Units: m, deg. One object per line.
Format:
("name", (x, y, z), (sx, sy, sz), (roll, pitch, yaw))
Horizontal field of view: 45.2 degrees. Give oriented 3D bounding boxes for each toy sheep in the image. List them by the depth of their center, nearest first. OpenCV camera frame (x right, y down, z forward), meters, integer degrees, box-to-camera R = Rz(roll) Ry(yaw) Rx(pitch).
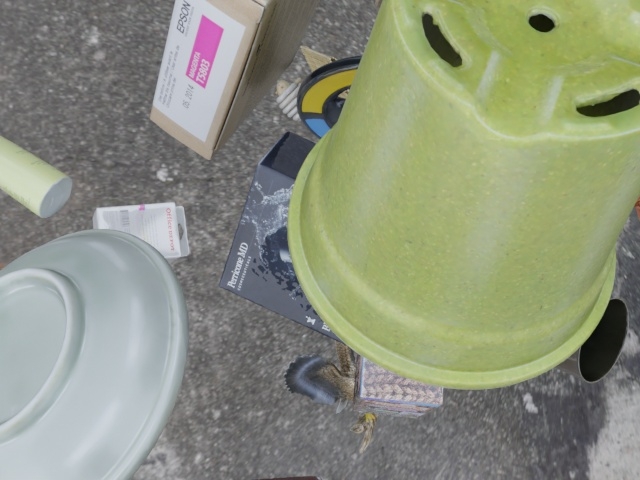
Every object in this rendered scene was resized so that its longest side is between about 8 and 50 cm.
("toy sheep", (-0.057, -0.337, 1.873), (0.132, 0.091, 0.091), (44, 107, -6))

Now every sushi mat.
("sushi mat", (0.023, -0.344, 1.670), (0.019, 0.316, 0.151), (-27, 112, -3))

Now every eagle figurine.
("eagle figurine", (0.060, 0.318, 1.867), (0.225, 0.226, 0.298), (-40, 104, 14))

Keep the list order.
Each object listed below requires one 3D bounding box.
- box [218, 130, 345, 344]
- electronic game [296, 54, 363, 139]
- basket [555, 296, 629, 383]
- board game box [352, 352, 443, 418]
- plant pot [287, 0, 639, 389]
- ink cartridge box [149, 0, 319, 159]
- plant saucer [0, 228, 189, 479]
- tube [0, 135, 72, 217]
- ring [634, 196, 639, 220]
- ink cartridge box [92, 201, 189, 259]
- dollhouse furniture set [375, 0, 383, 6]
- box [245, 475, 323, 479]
("box", (0.000, 0.000, 0.779), (0.158, 0.093, 0.156), (24, 123, 4))
("electronic game", (0.083, -0.160, 0.963), (0.229, 0.229, 0.048), (0, 67, 17))
("basket", (0.501, 0.189, 1.638), (0.226, 0.204, 0.154), (9, 131, 48))
("board game box", (0.146, 0.205, 1.464), (0.141, 0.291, 0.232), (5, 72, 1))
("plant pot", (0.119, -0.070, 0.534), (0.275, 0.254, 0.276), (2, 61, -4))
("ink cartridge box", (-0.074, -0.227, 0.788), (0.088, 0.193, 0.235), (34, 144, 0))
("plant saucer", (-0.350, 0.146, 0.925), (0.400, 0.100, 0.401), (-14, 56, 21))
("tube", (-0.422, -0.116, 0.960), (0.240, 0.062, 0.070), (32, 132, 8))
("ring", (0.693, -0.115, 1.615), (0.032, 0.336, 0.337), (-12, 92, 6))
("ink cartridge box", (-0.292, -0.007, 1.257), (0.143, 0.090, 0.092), (-5, 84, -22))
("dollhouse furniture set", (0.227, -0.541, 1.702), (0.135, 0.259, 0.262), (-35, 85, -3))
("box", (-0.056, 0.412, 0.899), (0.168, 0.203, 0.167), (-15, 122, 29))
